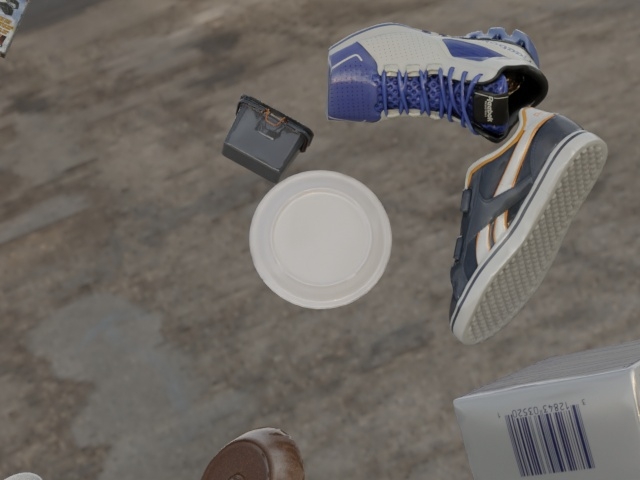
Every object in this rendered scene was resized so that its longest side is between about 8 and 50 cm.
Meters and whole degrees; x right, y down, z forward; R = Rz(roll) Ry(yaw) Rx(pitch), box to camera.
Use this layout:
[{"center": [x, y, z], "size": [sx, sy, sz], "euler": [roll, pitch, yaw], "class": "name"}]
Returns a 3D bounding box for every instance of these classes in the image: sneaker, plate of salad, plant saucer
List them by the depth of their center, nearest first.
[{"center": [0.242, -0.022, 1.823], "size": [0.126, 0.321, 0.127], "euler": [9, 26, -51], "class": "sneaker"}, {"center": [-0.105, 0.337, 1.863], "size": [0.199, 0.036, 0.198], "euler": [-26, 49, 33], "class": "plant saucer"}, {"center": [0.170, -0.212, 1.887], "size": [0.316, 0.127, 0.182], "euler": [-6, 26, -10], "class": "sneaker"}, {"center": [0.000, 0.000, 1.969], "size": [0.200, 0.199, 0.048], "euler": [-22, -12, -7], "class": "plate of salad"}]

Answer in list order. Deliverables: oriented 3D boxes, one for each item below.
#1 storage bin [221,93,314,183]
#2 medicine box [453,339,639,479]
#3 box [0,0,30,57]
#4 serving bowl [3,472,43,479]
[{"center": [-0.091, -0.160, 2.270], "size": [0.091, 0.135, 0.098], "euler": [-62, 0, -20], "class": "storage bin"}, {"center": [0.368, 0.224, 1.825], "size": [0.263, 0.149, 0.289], "euler": [-16, -2, 38], "class": "medicine box"}, {"center": [-0.421, -0.287, 1.669], "size": [0.027, 0.137, 0.094], "euler": [143, 150, -73], "class": "box"}, {"center": [-0.315, 0.284, 1.460], "size": [0.083, 0.027, 0.083], "euler": [-17, 41, 16], "class": "serving bowl"}]
